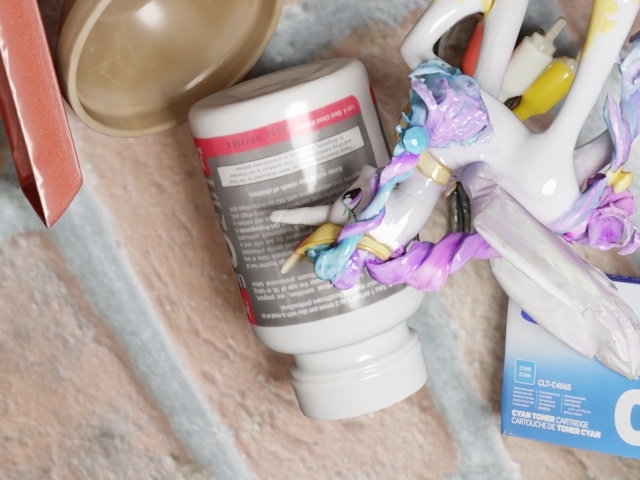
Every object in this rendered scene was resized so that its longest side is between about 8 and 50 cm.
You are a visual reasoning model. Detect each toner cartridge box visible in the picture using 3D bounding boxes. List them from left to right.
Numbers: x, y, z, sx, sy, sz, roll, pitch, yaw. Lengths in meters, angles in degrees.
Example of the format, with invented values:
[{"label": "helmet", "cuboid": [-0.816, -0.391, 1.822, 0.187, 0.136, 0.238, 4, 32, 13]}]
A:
[{"label": "toner cartridge box", "cuboid": [0.335, 0.123, 1.701, 0.348, 0.075, 0.165, 6, 94, 37]}]

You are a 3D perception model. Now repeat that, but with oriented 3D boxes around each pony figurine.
[{"label": "pony figurine", "cuboid": [0.177, -0.051, 1.601, 0.351, 0.303, 0.363, 32, 84, 14]}]

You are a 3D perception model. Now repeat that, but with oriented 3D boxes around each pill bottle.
[{"label": "pill bottle", "cuboid": [0.000, 0.000, 1.754, 0.176, 0.176, 0.318, -14, 102, 10]}]

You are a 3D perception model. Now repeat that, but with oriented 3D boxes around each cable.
[{"label": "cable", "cuboid": [0.136, -0.103, 1.763, 0.139, 0.072, 0.287, 29, 105, -5]}]

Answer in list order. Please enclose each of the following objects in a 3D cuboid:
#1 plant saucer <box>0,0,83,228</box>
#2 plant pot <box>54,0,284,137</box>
[{"label": "plant saucer", "cuboid": [-0.278, -0.157, 1.720, 0.047, 0.259, 0.258, -16, 103, -12]}, {"label": "plant pot", "cuboid": [-0.159, -0.219, 1.721, 0.237, 0.237, 0.110, -51, 60, 15]}]
